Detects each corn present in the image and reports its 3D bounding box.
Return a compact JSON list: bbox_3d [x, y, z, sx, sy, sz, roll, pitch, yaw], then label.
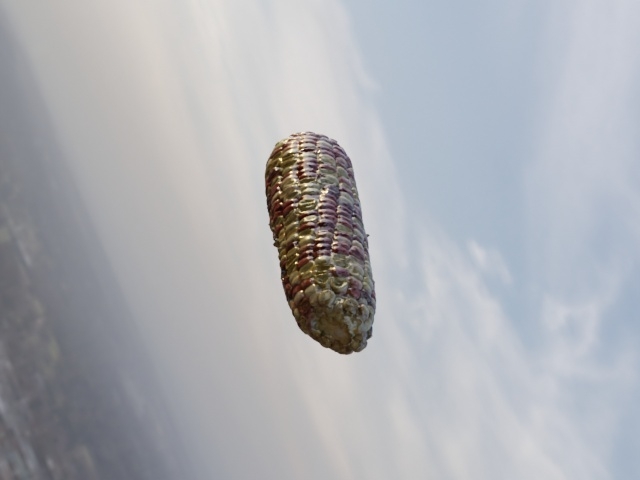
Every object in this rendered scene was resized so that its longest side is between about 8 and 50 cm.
[{"bbox_3d":[0.000,0.000,1.394,0.290,0.098,0.098,-100,173,-49],"label":"corn"}]
